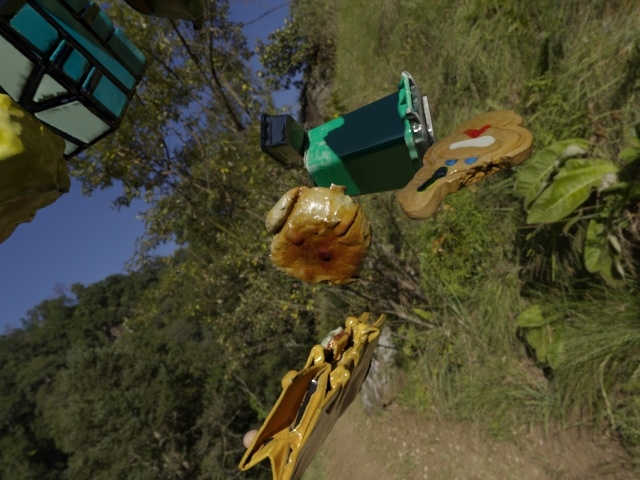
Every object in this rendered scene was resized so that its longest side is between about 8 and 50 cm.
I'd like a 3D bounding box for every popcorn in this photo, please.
[{"bbox_3d":[-0.516,-0.099,0.598,0.286,0.215,0.252,-50,-20,-53],"label":"popcorn"}]

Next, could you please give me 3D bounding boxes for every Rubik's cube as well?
[{"bbox_3d":[-0.601,-0.369,0.901,0.293,0.288,0.284,-21,47,19],"label":"Rubik's cube"}]

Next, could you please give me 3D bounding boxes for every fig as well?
[{"bbox_3d":[-0.321,-0.543,0.837,0.195,0.195,0.244,-49,-34,13],"label":"fig"}]

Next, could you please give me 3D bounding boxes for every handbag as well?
[{"bbox_3d":[0.009,0.309,0.880,0.401,0.133,0.283,-24,-36,-61],"label":"handbag"}]

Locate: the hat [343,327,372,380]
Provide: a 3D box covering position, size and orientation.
[{"bbox_3d":[0.055,0.318,1.142,0.193,0.082,0.193,-42,38,44],"label":"hat"}]

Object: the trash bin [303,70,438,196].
[{"bbox_3d":[0.150,-0.282,1.240,0.380,0.295,0.260,-13,52,20],"label":"trash bin"}]

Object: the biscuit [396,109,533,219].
[{"bbox_3d":[0.258,-0.146,0.741,0.319,0.047,0.183,-37,29,-12],"label":"biscuit"}]

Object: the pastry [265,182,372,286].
[{"bbox_3d":[0.000,0.000,0.820,0.218,0.229,0.100,-32,29,30],"label":"pastry"}]

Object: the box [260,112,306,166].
[{"bbox_3d":[-0.105,-0.307,1.252,0.172,0.092,0.124,21,-113,-69],"label":"box"}]
